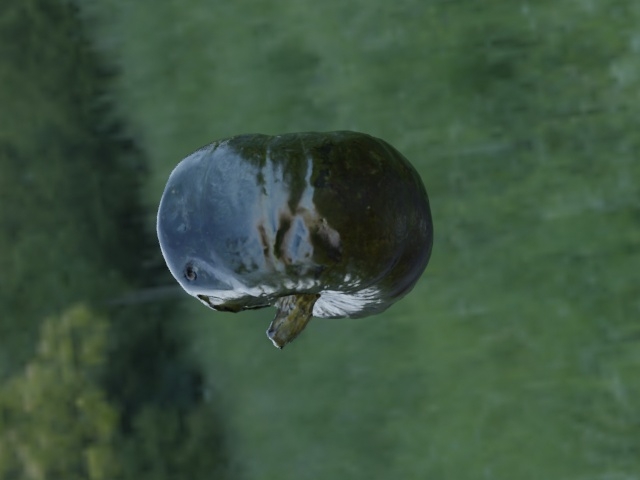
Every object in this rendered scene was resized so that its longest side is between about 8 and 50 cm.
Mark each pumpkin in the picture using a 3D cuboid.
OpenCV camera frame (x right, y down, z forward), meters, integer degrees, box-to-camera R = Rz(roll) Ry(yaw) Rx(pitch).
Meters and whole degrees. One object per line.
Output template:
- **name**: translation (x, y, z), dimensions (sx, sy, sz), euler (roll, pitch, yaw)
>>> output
- **pumpkin**: translation (0.000, 0.000, 2.075), dimensions (0.232, 0.325, 0.242), euler (-8, 79, 50)
